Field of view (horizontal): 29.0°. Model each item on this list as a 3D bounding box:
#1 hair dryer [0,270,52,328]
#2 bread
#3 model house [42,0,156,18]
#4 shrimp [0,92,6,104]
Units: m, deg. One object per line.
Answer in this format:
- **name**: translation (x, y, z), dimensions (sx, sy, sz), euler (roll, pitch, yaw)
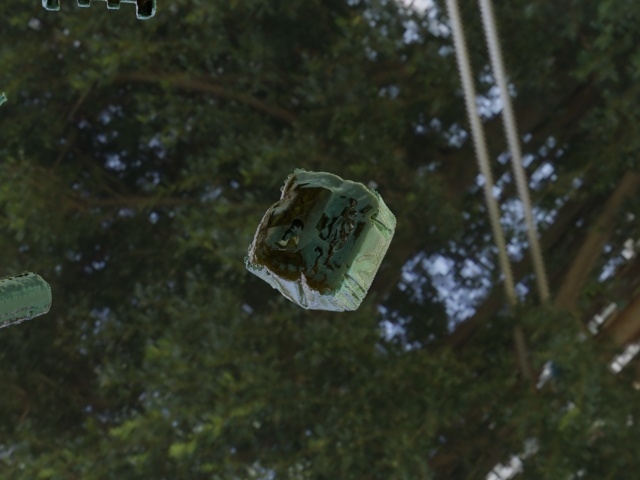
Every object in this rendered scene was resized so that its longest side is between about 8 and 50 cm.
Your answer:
- **hair dryer**: translation (-0.404, 0.046, 1.195), dimensions (0.244, 0.116, 0.302), euler (50, -149, 15)
- **bread**: translation (0.001, -0.002, 1.946), dimensions (0.192, 0.210, 0.110), euler (18, 156, 29)
- **model house**: translation (-0.344, -0.495, 1.974), dimensions (0.198, 0.224, 0.215), euler (4, -121, -13)
- **shrimp**: translation (-0.401, -0.083, 1.275), dimensions (0.172, 0.372, 0.137), euler (-11, -120, -11)
